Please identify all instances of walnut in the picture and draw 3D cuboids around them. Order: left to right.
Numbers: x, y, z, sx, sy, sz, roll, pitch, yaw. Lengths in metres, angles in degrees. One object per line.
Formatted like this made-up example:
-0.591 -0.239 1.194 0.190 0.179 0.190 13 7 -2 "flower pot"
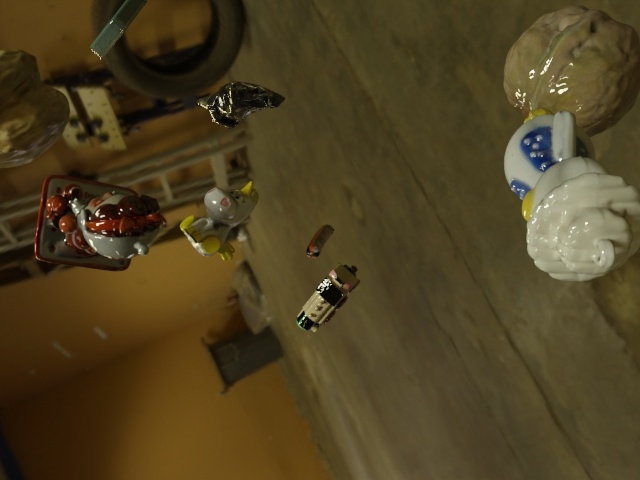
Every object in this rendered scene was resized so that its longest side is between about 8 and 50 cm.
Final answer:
0.467 -0.307 1.487 0.248 0.248 0.248 61 168 23 "walnut"

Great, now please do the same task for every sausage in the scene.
0.000 0.000 1.377 0.028 0.025 0.198 31 -163 0 "sausage"

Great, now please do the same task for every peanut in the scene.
-0.548 -0.229 1.384 0.110 0.197 0.233 48 168 41 "peanut"

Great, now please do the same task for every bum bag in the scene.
-0.170 -0.279 1.615 0.102 0.069 0.248 38 155 -22 "bum bag"

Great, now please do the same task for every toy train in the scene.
0.010 0.098 1.317 0.050 0.138 0.087 42 -153 8 "toy train"

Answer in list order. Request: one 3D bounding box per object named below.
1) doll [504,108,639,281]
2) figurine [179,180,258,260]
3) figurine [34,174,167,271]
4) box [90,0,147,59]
0.253 -0.054 0.839 0.293 0.119 0.138 -92 11 -59 "doll"
-0.193 -0.048 1.593 0.109 0.178 0.130 35 -173 37 "figurine"
-0.355 -0.029 1.365 0.226 0.183 0.160 1 83 52 "figurine"
-0.354 -0.375 1.395 0.031 0.091 0.126 38 149 -20 "box"
